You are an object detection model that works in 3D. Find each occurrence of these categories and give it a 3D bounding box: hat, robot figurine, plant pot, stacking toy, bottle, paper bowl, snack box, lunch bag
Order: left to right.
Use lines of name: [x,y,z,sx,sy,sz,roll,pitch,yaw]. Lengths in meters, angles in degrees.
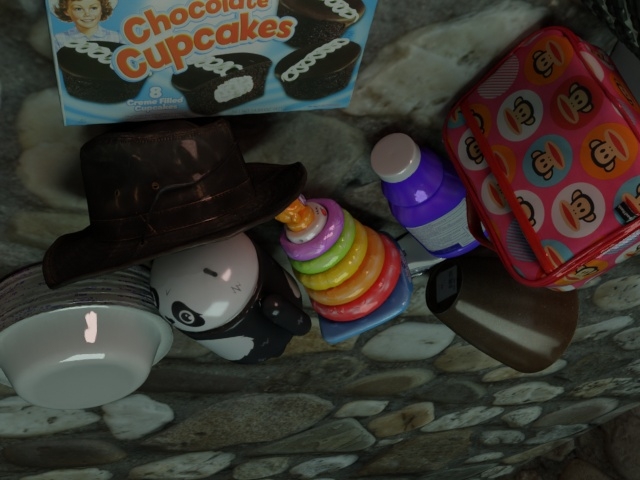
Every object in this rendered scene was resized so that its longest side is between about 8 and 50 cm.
paper bowl: [-0.370,0.159,1.155,0.284,0.148,0.284,-12,148,-7]
hat: [-0.187,-0.073,0.853,0.331,0.331,0.134,-19,110,3]
snack box: [-0.110,-0.211,0.773,0.322,0.060,0.187,-7,147,-16]
robot figurine: [-0.135,0.087,1.122,0.209,0.174,0.278,-23,146,13]
stacking toy: [0.000,0.000,1.109,0.165,0.175,0.302,-28,134,16]
bottle: [0.161,-0.064,1.108,0.118,0.092,0.283,-29,147,17]
plant pot: [0.319,0.115,1.395,0.230,0.215,0.215,20,135,-25]
lunch bag: [0.283,-0.090,0.939,0.120,0.293,0.258,9,140,-44]

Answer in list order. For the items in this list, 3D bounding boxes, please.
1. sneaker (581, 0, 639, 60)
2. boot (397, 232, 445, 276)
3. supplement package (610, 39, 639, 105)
sneaker: [0.289,-0.309,0.585,0.182,0.158,0.410,-25,138,5]
boot: [0.165,0.029,1.297,0.190,0.069,0.086,-21,157,22]
supplement package: [0.521,-0.204,1.022,0.244,0.134,0.139,-10,148,-11]
